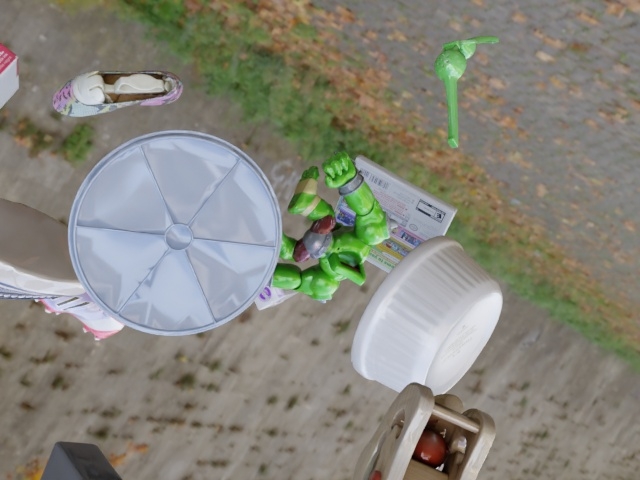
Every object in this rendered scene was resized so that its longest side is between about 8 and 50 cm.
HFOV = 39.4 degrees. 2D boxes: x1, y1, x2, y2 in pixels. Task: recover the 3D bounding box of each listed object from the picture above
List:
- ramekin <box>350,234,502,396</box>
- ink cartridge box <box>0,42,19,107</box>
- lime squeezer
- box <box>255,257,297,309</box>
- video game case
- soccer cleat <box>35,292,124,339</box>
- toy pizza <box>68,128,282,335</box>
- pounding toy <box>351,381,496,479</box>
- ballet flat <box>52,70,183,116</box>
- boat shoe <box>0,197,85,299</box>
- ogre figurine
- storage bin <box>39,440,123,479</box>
[{"bbox_3d":[0.184,0.137,1.456,0.127,0.273,0.273,34,-177,28],"label":"ramekin"},{"bbox_3d":[-0.409,-0.210,0.974,0.150,0.063,0.109,39,162,-9],"label":"ink cartridge box"},{"bbox_3d":[0.252,-0.304,1.546,0.110,0.310,0.059,41,139,-19],"label":"lime squeezer"},{"bbox_3d":[-0.147,-0.031,1.643,0.324,0.063,0.067,63,-157,7],"label":"box"},{"bbox_3d":[0.130,-0.034,1.702,0.212,0.193,0.023,30,-145,11],"label":"video game case"},{"bbox_3d":[-0.454,0.109,1.696,0.248,0.095,0.083,50,-172,-50],"label":"soccer cleat"},{"bbox_3d":[-0.136,-0.007,0.852,0.201,0.201,0.032,29,-174,-20],"label":"toy pizza"},{"bbox_3d":[0.118,0.237,0.821,0.154,0.154,0.270,25,-133,-7],"label":"pounding toy"},{"bbox_3d":[-0.344,-0.258,1.509,0.221,0.077,0.079,-7,173,-8],"label":"ballet flat"},{"bbox_3d":[-0.448,0.030,1.058,0.340,0.158,0.127,19,-145,-27],"label":"boat shoe"},{"bbox_3d":[0.000,0.000,1.029,0.118,0.197,0.097,34,-175,-19],"label":"ogre figurine"},{"bbox_3d":[-0.273,0.298,1.035,0.098,0.091,0.135,15,-173,-36],"label":"storage bin"}]
